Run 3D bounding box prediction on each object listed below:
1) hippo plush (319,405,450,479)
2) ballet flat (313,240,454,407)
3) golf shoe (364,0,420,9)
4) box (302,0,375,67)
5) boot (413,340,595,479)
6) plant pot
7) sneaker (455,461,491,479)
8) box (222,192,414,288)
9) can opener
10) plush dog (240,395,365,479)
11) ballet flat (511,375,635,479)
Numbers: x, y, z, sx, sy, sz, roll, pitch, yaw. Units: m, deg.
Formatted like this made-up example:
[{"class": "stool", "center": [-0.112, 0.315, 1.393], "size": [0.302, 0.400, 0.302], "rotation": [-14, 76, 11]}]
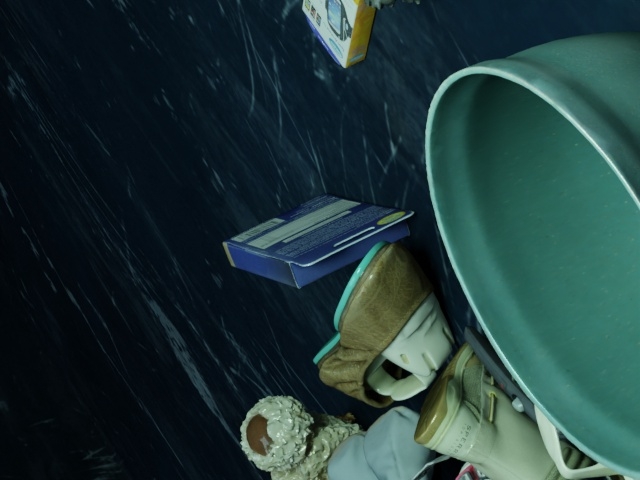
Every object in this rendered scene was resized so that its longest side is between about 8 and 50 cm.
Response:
[{"class": "hippo plush", "center": [0.121, 0.332, 1.972], "size": [0.236, 0.234, 0.294], "rotation": [39, 142, -17]}, {"class": "ballet flat", "center": [0.073, 0.104, 1.924], "size": [0.124, 0.116, 0.342], "rotation": [39, 157, 8]}, {"class": "golf shoe", "center": [0.027, -0.275, 1.603], "size": [0.198, 0.077, 0.094], "rotation": [32, 133, 45]}, {"class": "box", "center": [0.018, -0.226, 1.741], "size": [0.081, 0.028, 0.136], "rotation": [56, 162, 20]}, {"class": "boot", "center": [0.181, 0.180, 1.739], "size": [0.165, 0.077, 0.213], "rotation": [31, -161, 2]}, {"class": "plant pot", "center": [0.230, -0.017, 1.196], "size": [0.293, 0.196, 0.293], "rotation": [51, 158, 30]}, {"class": "sneaker", "center": [0.234, 0.341, 1.812], "size": [0.299, 0.121, 0.112], "rotation": [63, -170, -1]}, {"class": "box", "center": [0.000, 0.000, 1.908], "size": [0.225, 0.136, 0.036], "rotation": [13, 126, 66]}, {"class": "can opener", "center": [0.190, 0.129, 1.699], "size": [0.186, 0.059, 0.073], "rotation": [44, 153, 43]}, {"class": "plush dog", "center": [0.040, 0.302, 2.181], "size": [0.225, 0.210, 0.262], "rotation": [27, 125, 33]}, {"class": "ballet flat", "center": [0.258, 0.200, 1.557], "size": [0.280, 0.096, 0.095], "rotation": [54, 159, 24]}]
